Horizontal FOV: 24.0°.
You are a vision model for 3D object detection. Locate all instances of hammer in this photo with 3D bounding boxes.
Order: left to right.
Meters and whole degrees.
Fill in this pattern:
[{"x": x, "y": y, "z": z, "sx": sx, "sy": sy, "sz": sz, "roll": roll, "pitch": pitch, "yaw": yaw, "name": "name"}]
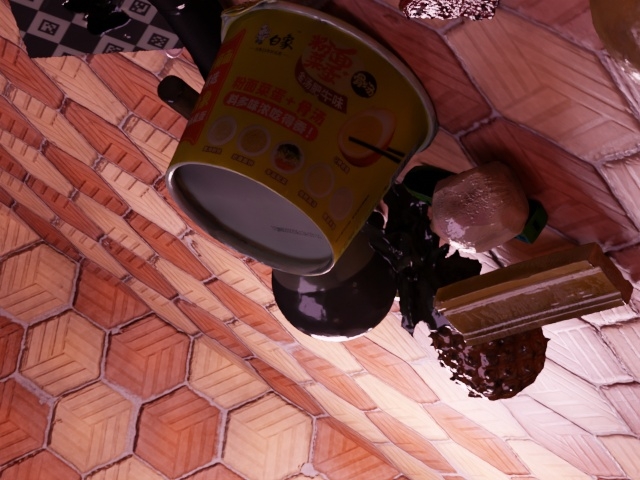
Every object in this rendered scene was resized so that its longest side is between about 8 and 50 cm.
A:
[{"x": -0.079, "y": -0.118, "z": 2.123, "sx": 0.168, "sy": 0.044, "sz": 0.440, "roll": 20, "pitch": 170, "yaw": 39, "name": "hammer"}]

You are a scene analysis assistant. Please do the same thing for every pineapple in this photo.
[{"x": 0.170, "y": 0.069, "z": 2.082, "sx": 0.364, "sy": 0.165, "sz": 0.165, "roll": 48, "pitch": 161, "yaw": -28, "name": "pineapple"}]

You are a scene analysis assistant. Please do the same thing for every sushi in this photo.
[{"x": -0.299, "y": -0.340, "z": 1.991, "sx": 0.231, "sy": 0.047, "sz": 0.219, "roll": -3, "pitch": 143, "yaw": 5, "name": "sushi"}]

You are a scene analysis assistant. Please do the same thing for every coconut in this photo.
[{"x": 0.184, "y": -0.040, "z": 1.814, "sx": 0.124, "sy": 0.110, "sz": 0.110, "roll": -24, "pitch": 126, "yaw": 25, "name": "coconut"}]

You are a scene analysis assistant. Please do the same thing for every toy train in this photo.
[{"x": 0.194, "y": -0.047, "z": 1.917, "sx": 0.209, "sy": 0.044, "sz": 0.042, "roll": 23, "pitch": 159, "yaw": 42, "name": "toy train"}]

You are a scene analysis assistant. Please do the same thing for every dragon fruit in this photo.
[{"x": 0.131, "y": -0.269, "z": 1.472, "sx": 0.097, "sy": 0.063, "sz": 0.131, "roll": 4, "pitch": 162, "yaw": -2, "name": "dragon fruit"}]

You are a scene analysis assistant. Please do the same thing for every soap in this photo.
[{"x": 0.266, "y": 0.071, "z": 1.917, "sx": 0.252, "sy": 0.037, "sz": 0.092, "roll": -18, "pitch": 125, "yaw": 39, "name": "soap"}]

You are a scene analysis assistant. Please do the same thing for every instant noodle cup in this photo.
[{"x": -0.040, "y": -0.114, "z": 1.831, "sx": 0.311, "sy": 0.221, "sz": 0.311, "roll": 24, "pitch": 156, "yaw": 11, "name": "instant noodle cup"}]

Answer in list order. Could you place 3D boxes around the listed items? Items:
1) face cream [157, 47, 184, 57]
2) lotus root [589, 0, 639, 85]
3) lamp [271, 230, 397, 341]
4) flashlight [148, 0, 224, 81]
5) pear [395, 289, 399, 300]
[{"x": -0.278, "y": -0.326, "z": 2.124, "sx": 0.198, "sy": 0.057, "sz": 0.084, "roll": 30, "pitch": 153, "yaw": 26, "name": "face cream"}, {"x": 0.315, "y": -0.161, "z": 1.205, "sx": 0.303, "sy": 0.131, "sz": 0.146, "roll": 38, "pitch": 162, "yaw": 1, "name": "lotus root"}, {"x": 0.019, "y": 0.002, "z": 2.100, "sx": 0.182, "sy": 0.182, "sz": 0.314, "roll": 28, "pitch": 137, "yaw": 31, "name": "lamp"}, {"x": -0.182, "y": -0.313, "z": 1.904, "sx": 0.103, "sy": 0.103, "sz": 0.424, "roll": 25, "pitch": 160, "yaw": 37, "name": "flashlight"}, {"x": 0.123, "y": 0.050, "z": 2.230, "sx": 0.092, "sy": 0.097, "sz": 0.092, "roll": 14, "pitch": 130, "yaw": 17, "name": "pear"}]
